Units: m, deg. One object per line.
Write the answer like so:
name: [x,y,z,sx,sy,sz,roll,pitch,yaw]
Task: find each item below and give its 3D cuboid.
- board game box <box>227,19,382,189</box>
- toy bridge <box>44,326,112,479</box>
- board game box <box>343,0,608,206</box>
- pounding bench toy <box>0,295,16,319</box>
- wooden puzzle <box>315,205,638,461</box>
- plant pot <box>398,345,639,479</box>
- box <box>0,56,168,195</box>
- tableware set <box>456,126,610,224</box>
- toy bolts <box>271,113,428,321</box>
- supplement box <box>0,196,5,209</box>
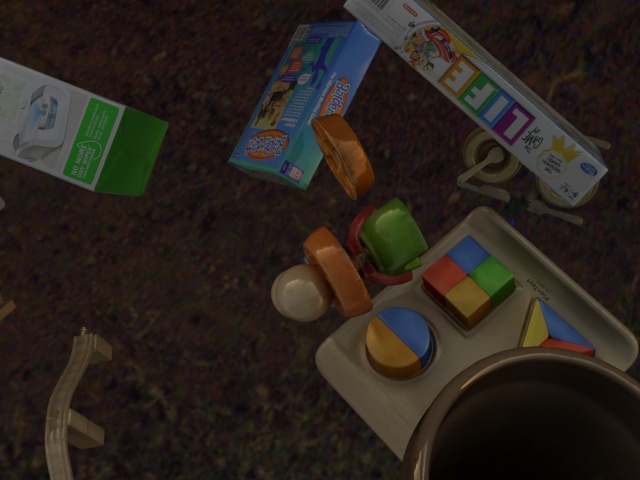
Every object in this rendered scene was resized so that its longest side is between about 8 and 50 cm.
board game box: [-0.023,-0.172,1.342,0.047,0.160,0.210,30,85,-29]
toy bridge: [-0.210,0.160,0.918,0.026,0.188,0.063,-12,149,16]
board game box: [0.087,-0.085,0.581,0.154,0.103,0.026,42,106,3]
pounding bench toy: [-0.225,0.029,0.671,0.052,0.083,0.065,-12,113,34]
wooden puzzle: [0.208,0.153,1.491,0.348,0.080,0.322,-42,65,-6]
plant pot: [0.171,0.253,0.944,0.263,0.263,0.229,28,149,1]
box: [-0.362,-0.155,1.487,0.231,0.262,0.126,22,93,4]
tableware set: [0.290,-0.099,1.492,0.194,0.039,0.128,18,113,9]
toy bolts: [0.000,0.000,1.192,0.158,0.228,0.218,-29,74,-6]
supplement box: [-0.387,0.015,0.876,0.239,0.130,0.073,-23,110,31]
